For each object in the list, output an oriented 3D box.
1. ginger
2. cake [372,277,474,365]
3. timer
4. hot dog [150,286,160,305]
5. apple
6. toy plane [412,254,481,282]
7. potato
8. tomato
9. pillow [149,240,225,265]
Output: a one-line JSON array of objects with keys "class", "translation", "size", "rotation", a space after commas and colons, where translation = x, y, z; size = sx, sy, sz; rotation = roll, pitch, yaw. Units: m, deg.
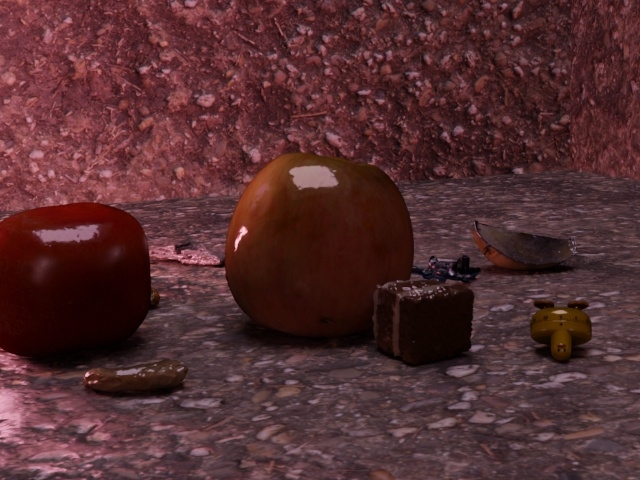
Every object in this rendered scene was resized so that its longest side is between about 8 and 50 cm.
[{"class": "ginger", "translation": [-0.300, 0.218, 1.493], "size": [0.174, 0.051, 0.069], "rotation": [0, 7, -1]}, {"class": "cake", "translation": [0.176, 0.134, 1.632], "size": [0.135, 0.134, 0.147], "rotation": [-5, 17, -28]}, {"class": "timer", "translation": [0.417, 0.162, 1.608], "size": [0.107, 0.109, 0.107], "rotation": [5, -19, 2]}, {"class": "hot dog", "translation": [-0.417, 0.120, 2.074], "size": [0.071, 0.045, 0.165], "rotation": [-10, 13, -35]}, {"class": "apple", "translation": [0.000, 0.000, 1.829], "size": [0.392, 0.346, 0.391], "rotation": [3, 7, 0]}, {"class": "toy plane", "translation": [0.304, 0.069, 2.113], "size": [0.169, 0.078, 0.246], "rotation": [6, 13, 40]}, {"class": "potato", "translation": [0.489, 0.042, 2.285], "size": [0.261, 0.100, 0.120], "rotation": [12, 49, -2]}, {"class": "tomato", "translation": [-0.473, 0.071, 1.735], "size": [0.325, 0.293, 0.290], "rotation": [-4, 23, -39]}, {"class": "pillow", "translation": [-0.347, 0.034, 2.533], "size": [0.248, 0.049, 0.135], "rotation": [6, 8, 23]}]
